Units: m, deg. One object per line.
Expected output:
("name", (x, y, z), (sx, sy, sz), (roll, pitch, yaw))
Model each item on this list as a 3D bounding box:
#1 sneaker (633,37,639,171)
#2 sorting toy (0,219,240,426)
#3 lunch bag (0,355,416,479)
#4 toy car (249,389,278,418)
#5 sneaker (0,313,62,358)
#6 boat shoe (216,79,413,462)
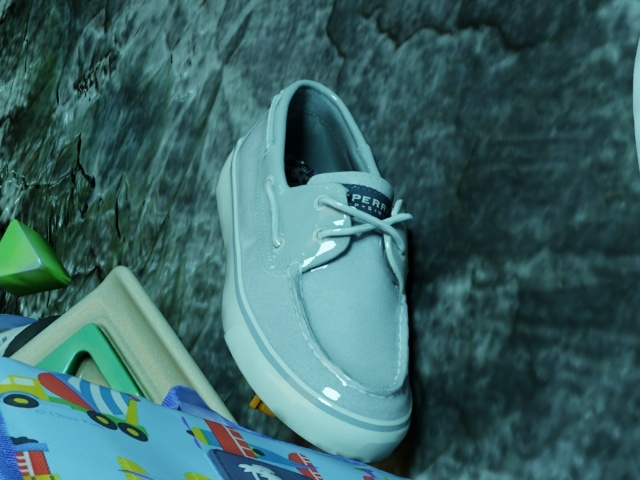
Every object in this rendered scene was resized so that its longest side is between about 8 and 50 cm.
("sneaker", (0.171, -0.084, 0.358), (0.151, 0.094, 0.255), (-17, 57, 63))
("sorting toy", (-0.135, 0.130, 0.694), (0.196, 0.047, 0.347), (-41, 59, 3))
("lunch bag", (-0.011, 0.146, 0.419), (0.138, 0.221, 0.293), (-61, 31, 19))
("toy car", (-0.026, 0.098, 0.648), (0.040, 0.060, 0.122), (40, 99, 13))
("sneaker", (-0.195, 0.176, 0.817), (0.182, 0.128, 0.315), (-26, 51, 55))
("boat shoe", (0.001, 0.000, 0.628), (0.081, 0.079, 0.227), (-60, 27, 28))
